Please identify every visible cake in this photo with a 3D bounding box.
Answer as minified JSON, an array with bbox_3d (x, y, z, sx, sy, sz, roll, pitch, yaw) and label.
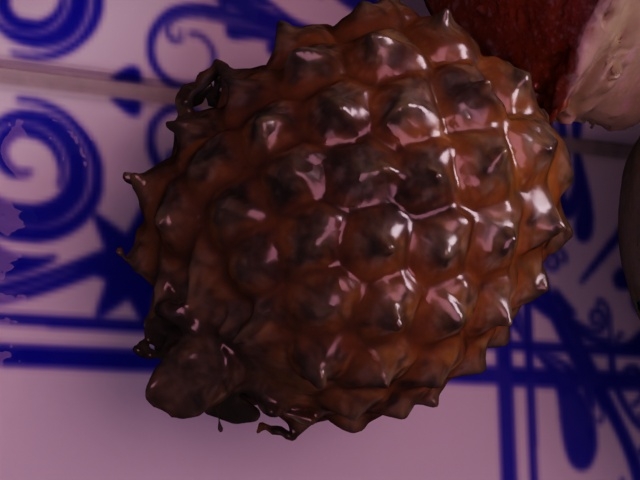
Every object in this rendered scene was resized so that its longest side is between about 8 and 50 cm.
[{"bbox_3d":[0.081,-0.125,0.777,0.086,0.220,0.116,-3,123,-31],"label":"cake"}]

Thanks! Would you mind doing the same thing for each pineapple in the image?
[{"bbox_3d":[0.000,0.000,0.677,0.193,0.166,0.166,-45,103,-28],"label":"pineapple"}]

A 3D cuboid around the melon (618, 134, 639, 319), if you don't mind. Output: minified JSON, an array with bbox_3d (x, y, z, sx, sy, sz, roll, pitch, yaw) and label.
[{"bbox_3d":[0.278,0.015,0.763,0.268,0.268,0.330,-40,98,-29],"label":"melon"}]
